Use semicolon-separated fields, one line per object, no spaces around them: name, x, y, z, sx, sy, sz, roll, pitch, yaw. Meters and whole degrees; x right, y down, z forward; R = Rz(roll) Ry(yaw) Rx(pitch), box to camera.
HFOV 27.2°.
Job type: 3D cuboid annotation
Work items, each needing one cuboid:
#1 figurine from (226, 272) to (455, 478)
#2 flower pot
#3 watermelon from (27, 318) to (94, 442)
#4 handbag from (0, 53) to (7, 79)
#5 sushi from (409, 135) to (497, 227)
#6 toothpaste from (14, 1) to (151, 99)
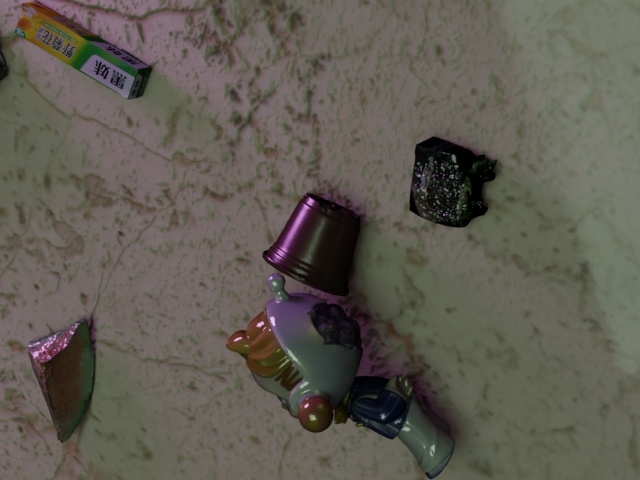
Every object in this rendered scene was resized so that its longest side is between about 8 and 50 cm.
figurine;0.031;0.162;1.471;0.274;0.194;0.133;39;104;12
flower pot;0.000;0.000;1.499;0.111;0.111;0.089;27;98;16
watermelon;-0.344;0.181;1.715;0.101;0.080;0.155;6;121;32
handbag;-0.551;-0.259;1.689;0.260;0.079;0.247;-29;90;27
sushi;0.142;-0.059;1.437;0.084;0.056;0.083;20;110;20
toothpaste;-0.288;-0.231;1.599;0.178;0.037;0.043;31;112;15
